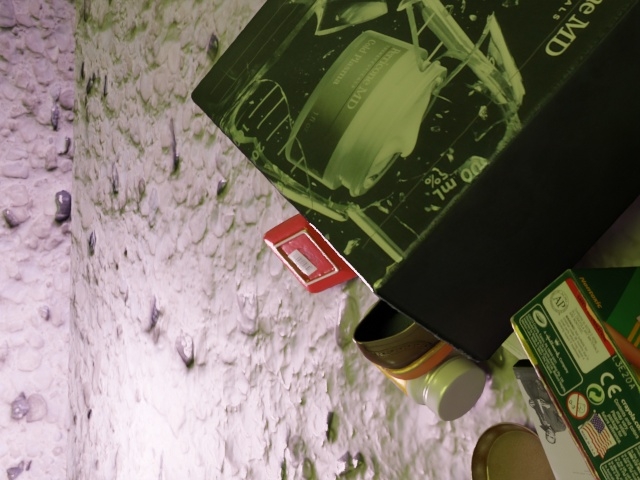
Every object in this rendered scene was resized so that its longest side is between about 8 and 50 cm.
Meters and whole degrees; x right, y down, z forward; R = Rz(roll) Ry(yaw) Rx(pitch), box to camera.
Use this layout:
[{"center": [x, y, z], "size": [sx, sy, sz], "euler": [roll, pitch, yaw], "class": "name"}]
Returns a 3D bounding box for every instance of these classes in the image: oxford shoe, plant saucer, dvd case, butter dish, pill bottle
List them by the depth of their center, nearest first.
[{"center": [0.361, 0.261, 0.979], "size": [0.179, 0.029, 0.239], "euler": [-11, 106, 51], "class": "dvd case"}, {"center": [0.198, 0.052, 1.114], "size": [0.364, 0.132, 0.130], "euler": [-48, 45, 6], "class": "oxford shoe"}, {"center": [0.295, 0.352, 1.137], "size": [0.168, 0.029, 0.169], "euler": [-4, 85, 52], "class": "plant saucer"}, {"center": [0.160, 0.189, 1.243], "size": [0.208, 0.119, 0.119], "euler": [39, 118, 45], "class": "pill bottle"}, {"center": [0.000, 0.000, 1.465], "size": [0.160, 0.118, 0.159], "euler": [49, 138, -13], "class": "butter dish"}]

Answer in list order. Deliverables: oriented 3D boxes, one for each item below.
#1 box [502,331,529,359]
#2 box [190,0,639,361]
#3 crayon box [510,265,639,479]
[{"center": [0.318, 0.119, 1.066], "size": [0.101, 0.087, 0.102], "euler": [40, 119, 45], "class": "box"}, {"center": [0.163, -0.197, 0.984], "size": [0.480, 0.297, 0.472], "euler": [-49, 50, 6], "class": "box"}, {"center": [0.404, 0.196, 0.770], "size": [0.106, 0.313, 0.363], "euler": [-52, 51, 41], "class": "crayon box"}]
